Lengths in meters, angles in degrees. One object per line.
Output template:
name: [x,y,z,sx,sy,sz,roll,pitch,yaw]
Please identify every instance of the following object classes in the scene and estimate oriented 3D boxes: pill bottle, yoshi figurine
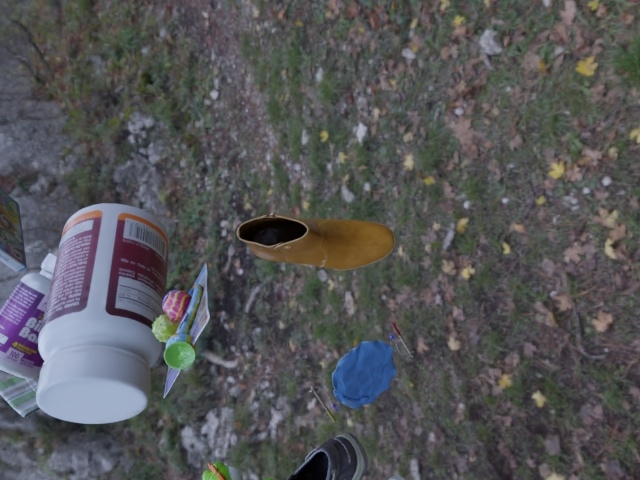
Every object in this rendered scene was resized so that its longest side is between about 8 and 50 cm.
pill bottle: [-0.421,0.138,1.151,0.224,0.224,0.392,105,163,-48]
yoshi figurine: [-0.240,0.814,1.790,0.362,0.204,0.202,15,97,56]
pill bottle: [-0.733,0.191,1.518,0.301,0.169,0.169,-62,8,-14]

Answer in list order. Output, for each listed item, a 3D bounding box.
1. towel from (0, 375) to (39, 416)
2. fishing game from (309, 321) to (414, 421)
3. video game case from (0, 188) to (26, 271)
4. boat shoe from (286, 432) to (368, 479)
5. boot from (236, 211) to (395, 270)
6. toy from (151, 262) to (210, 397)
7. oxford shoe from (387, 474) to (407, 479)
towel: [-0.940,0.484,1.854,0.152,0.113,0.023,35,119,17]
fishing game: [0.106,0.322,1.423,0.189,0.264,0.041,56,169,-33]
video game case: [-0.400,-0.049,0.659,0.119,0.015,0.166,60,180,38]
boat shoe: [-0.038,0.571,1.295,0.132,0.130,0.355,42,109,44]
boot: [-0.001,-0.001,1.140,0.211,0.295,0.104,52,-145,-79]
toy: [-0.223,0.121,0.899,0.136,0.056,0.237,-60,21,8]
oxford shoe: [0.206,0.662,1.089,0.169,0.130,0.449,73,174,-51]
